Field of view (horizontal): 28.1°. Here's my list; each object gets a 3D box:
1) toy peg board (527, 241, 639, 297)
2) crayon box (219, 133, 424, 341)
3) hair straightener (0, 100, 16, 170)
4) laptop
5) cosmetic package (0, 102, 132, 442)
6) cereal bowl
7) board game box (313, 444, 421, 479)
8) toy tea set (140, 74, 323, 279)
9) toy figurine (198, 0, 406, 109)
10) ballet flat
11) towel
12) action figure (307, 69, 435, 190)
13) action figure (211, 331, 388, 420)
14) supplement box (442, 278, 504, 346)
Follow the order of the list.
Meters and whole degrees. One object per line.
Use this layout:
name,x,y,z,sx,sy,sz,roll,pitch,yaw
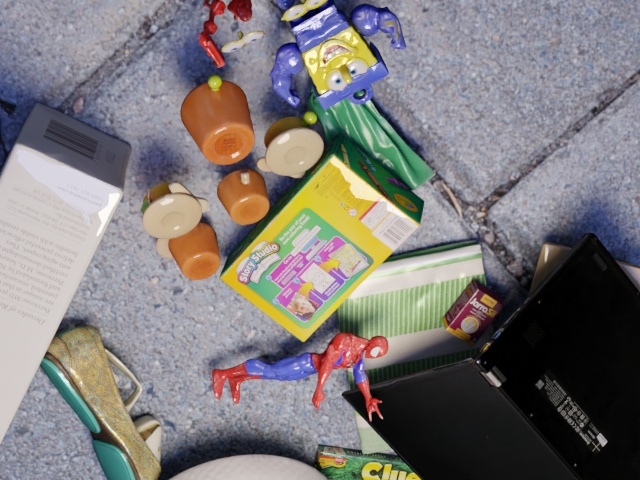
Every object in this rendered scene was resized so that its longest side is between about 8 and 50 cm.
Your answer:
toy peg board,0.406,0.088,1.998,0.160,0.079,0.161,15,109,7
crayon box,0.000,0.000,1.884,0.165,0.081,0.278,38,116,-11
hair straightener,-0.483,-0.177,1.837,0.089,0.047,0.230,6,109,-6
laptop,0.329,0.242,1.992,0.408,0.236,0.382,-46,114,-10
cosmetic package,-0.438,0.056,1.829,0.161,0.230,0.453,25,107,-13
cereal bowl,-0.121,0.495,2.002,0.338,0.141,0.339,-7,130,-9
board game box,0.112,0.417,2.109,0.259,0.030,0.136,8,107,-8
toy tea set,-0.157,-0.095,1.838,0.200,0.124,0.336,17,125,-39
toy figurine,0.035,-0.297,1.784,0.362,0.191,0.217,-29,123,7
ballet flat,-0.313,0.282,1.991,0.123,0.123,0.349,-23,112,4
towel,0.159,0.170,2.021,0.247,0.038,0.325,-11,111,0
action figure,0.051,-0.161,1.876,0.137,0.063,0.232,-31,105,8
action figure,-0.018,0.224,1.935,0.280,0.091,0.139,-21,70,20
supplement box,0.233,0.111,1.958,0.055,0.043,0.083,31,106,-14
